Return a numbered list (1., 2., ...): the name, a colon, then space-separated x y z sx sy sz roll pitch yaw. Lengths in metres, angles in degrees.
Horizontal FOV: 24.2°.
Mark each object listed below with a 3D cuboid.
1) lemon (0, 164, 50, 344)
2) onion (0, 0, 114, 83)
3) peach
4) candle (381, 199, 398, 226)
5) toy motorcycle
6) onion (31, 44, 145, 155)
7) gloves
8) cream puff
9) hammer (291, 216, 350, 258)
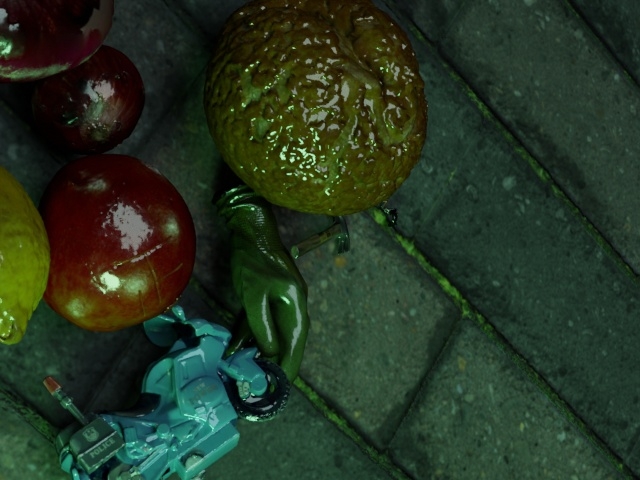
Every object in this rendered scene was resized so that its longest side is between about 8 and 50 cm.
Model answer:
1. lemon: -0.371 0.004 1.493 0.188 0.188 0.257 -27 72 -36
2. onion: -0.356 -0.256 1.569 0.272 0.195 0.272 21 42 -20
3. peach: -0.225 -0.004 1.602 0.197 0.197 0.197 6 81 -36
4. candle: 0.063 -0.093 1.940 0.026 0.021 0.167 -37 106 -33
5. toy motorcycle: -0.178 0.181 1.652 0.272 0.123 0.182 -35 71 -24
6. onion: -0.259 -0.155 1.648 0.131 0.131 0.131 6 81 -36
7. gloves: -0.068 0.059 1.768 0.107 0.135 0.268 -5 84 5
8. cream puff: 0.009 -0.173 1.761 0.303 0.212 0.303 22 52 -32
9. hammer: 0.000 0.000 1.828 0.182 0.017 0.062 -30 105 -68
